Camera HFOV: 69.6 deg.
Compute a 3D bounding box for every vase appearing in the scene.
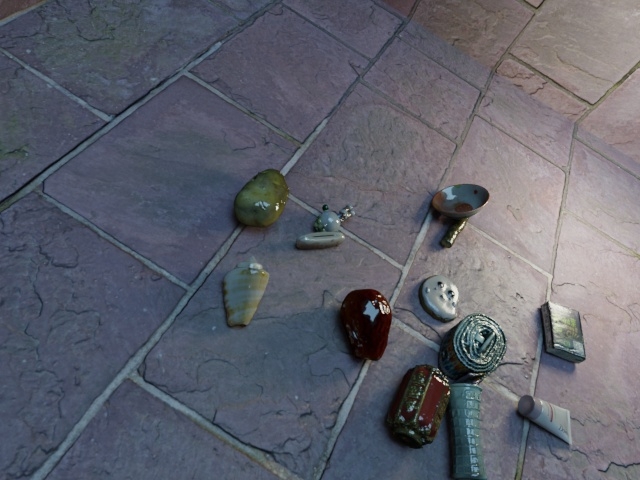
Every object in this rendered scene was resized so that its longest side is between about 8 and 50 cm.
[{"bbox_3d":[0.503,0.660,1.590,0.143,0.143,0.299,13,58,-14],"label":"vase"}]

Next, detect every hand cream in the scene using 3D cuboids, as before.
[{"bbox_3d":[0.878,0.681,1.771,0.247,0.083,0.133,27,55,-16],"label":"hand cream"}]

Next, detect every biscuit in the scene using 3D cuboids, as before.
[{"bbox_3d":[0.500,0.230,1.917,0.180,0.049,0.208,29,54,-4],"label":"biscuit"}]

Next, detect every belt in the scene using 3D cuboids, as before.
[{"bbox_3d":[0.581,0.411,1.763,0.295,0.160,0.207,-30,74,-35],"label":"belt"}]

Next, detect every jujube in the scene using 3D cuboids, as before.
[{"bbox_3d":[0.167,0.304,1.670,0.189,0.190,0.256,6,74,-19],"label":"jujube"}]

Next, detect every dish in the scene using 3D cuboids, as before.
[{"bbox_3d":[0.662,-0.166,2.170,0.260,0.085,0.260,-13,33,9],"label":"dish"}]

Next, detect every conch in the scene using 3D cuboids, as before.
[{"bbox_3d":[-0.257,0.165,1.600,0.158,0.127,0.255,10,57,-17],"label":"conch"}]

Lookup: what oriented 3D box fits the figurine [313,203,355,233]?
[{"bbox_3d":[0.056,-0.087,1.917,0.197,0.093,0.147,-31,96,-42],"label":"figurine"}]

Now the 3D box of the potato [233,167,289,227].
[{"bbox_3d":[-0.225,-0.170,1.823,0.191,0.141,0.296,16,54,8],"label":"potato"}]

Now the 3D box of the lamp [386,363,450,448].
[{"bbox_3d":[0.336,0.559,1.570,0.177,0.177,0.274,34,55,1],"label":"lamp"}]

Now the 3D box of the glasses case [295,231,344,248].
[{"bbox_3d":[0.000,0.000,1.842,0.204,0.081,0.051,-5,63,-23],"label":"glasses case"}]

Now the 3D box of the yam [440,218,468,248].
[{"bbox_3d":[0.633,-0.055,2.147,0.061,0.061,0.253,39,52,5],"label":"yam"}]

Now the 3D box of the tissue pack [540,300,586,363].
[{"bbox_3d":[1.063,0.399,2.021,0.173,0.073,0.236,19,54,-10],"label":"tissue pack"}]
